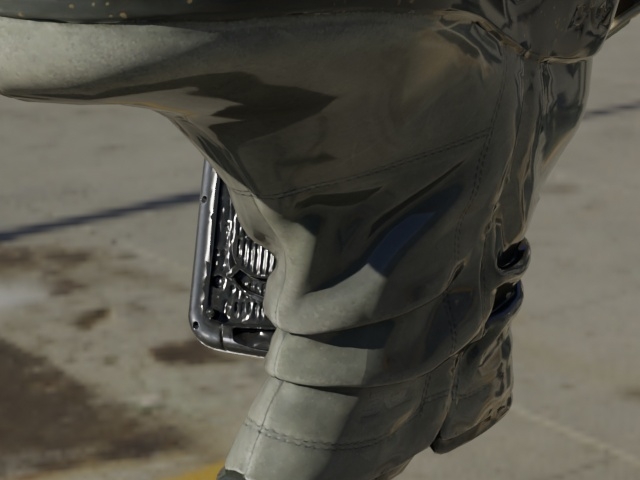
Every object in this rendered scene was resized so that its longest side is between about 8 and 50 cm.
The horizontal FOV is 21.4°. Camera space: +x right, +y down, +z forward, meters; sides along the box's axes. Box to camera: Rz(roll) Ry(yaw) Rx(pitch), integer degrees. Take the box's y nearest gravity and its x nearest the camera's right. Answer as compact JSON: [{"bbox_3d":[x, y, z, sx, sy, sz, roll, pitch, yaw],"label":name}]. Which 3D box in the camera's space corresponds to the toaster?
[{"bbox_3d":[0.024,-0.004,0.925,0.168,0.186,0.110,2,-9,16],"label":"toaster"}]

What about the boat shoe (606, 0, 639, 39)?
[{"bbox_3d":[0.129,-0.156,1.213,0.285,0.105,0.089,-30,12,-24],"label":"boat shoe"}]

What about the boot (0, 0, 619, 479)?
[{"bbox_3d":[0.000,0.000,0.430,0.083,0.161,0.246,19,15,33],"label":"boot"}]
